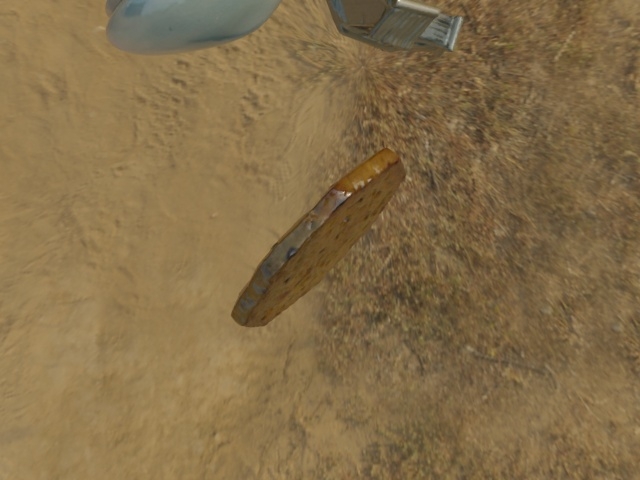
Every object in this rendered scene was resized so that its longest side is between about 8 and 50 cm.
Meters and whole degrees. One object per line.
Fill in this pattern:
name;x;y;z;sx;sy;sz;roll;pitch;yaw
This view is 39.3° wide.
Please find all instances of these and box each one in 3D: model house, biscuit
model house;0.118;-0.359;1.391;0.229;0.188;0.122;12;100;-42
biscuit;0.000;-0.001;1.351;0.046;0.359;0.359;44;100;9

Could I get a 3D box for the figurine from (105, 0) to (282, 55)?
figurine;-0.200;-0.288;0.752;0.381;0.224;0.205;23;87;-14
